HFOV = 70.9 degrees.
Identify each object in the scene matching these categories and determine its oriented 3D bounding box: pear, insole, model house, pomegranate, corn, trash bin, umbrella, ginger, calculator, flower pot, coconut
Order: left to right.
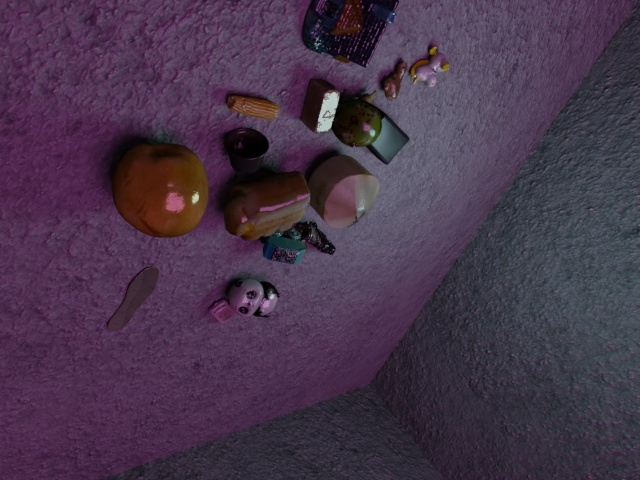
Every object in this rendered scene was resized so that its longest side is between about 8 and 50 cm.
[{"bbox_3d":[-0.769,0.243,1.853,0.348,0.009,0.119,-52,145,13],"label":"insole"},{"bbox_3d":[-0.510,-0.159,1.450,0.314,0.314,0.314,-26,142,-23],"label":"pear"},{"bbox_3d":[-0.485,0.349,2.223,0.100,0.032,0.175,-35,144,-10],"label":"calculator"},{"bbox_3d":[-0.271,-0.319,1.639,0.157,0.157,0.107,-23,155,-26],"label":"flower pot"},{"bbox_3d":[-0.231,-0.468,1.580,0.206,0.067,0.067,-3,129,-42],"label":"corn"},{"bbox_3d":[0.000,-0.006,2.267,0.106,0.113,0.358,-33,153,12],"label":"umbrella"},{"bbox_3d":[0.103,-0.212,1.979,0.323,0.323,0.323,-26,142,-23],"label":"coconut"},{"bbox_3d":[0.113,-0.716,1.509,0.226,0.241,0.261,-4,130,-45],"label":"model house"},{"bbox_3d":[0.154,-0.499,1.835,0.211,0.211,0.263,35,65,-55],"label":"pomegranate"},{"bbox_3d":[0.272,-0.476,2.034,0.165,0.115,0.225,-49,141,10],"label":"trash bin"},{"bbox_3d":[0.310,-0.676,1.897,0.096,0.067,0.165,-1,115,-44],"label":"ginger"}]

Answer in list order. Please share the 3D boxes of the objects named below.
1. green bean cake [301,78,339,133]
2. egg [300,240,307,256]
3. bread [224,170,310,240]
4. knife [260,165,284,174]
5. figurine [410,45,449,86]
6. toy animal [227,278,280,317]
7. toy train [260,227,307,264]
[{"bbox_3d":[-0.001,-0.513,1.722,0.085,0.109,0.179,-13,135,-35],"label":"green bean cake"},{"bbox_3d":[-0.114,0.052,2.227,0.110,0.085,0.085,-45,145,10],"label":"egg"},{"bbox_3d":[-0.235,-0.145,1.801,0.341,0.210,0.300,-22,163,-17],"label":"bread"},{"bbox_3d":[-0.213,-0.288,1.827,0.184,0.022,0.026,11,93,-49],"label":"knife"},{"bbox_3d":[0.472,-0.747,1.971,0.178,0.109,0.129,-46,119,5],"label":"figurine"},{"bbox_3d":[-0.334,0.277,2.177,0.235,0.165,0.187,18,101,-51],"label":"toy animal"},{"bbox_3d":[-0.169,0.024,2.048,0.203,0.163,0.112,10,127,-19],"label":"toy train"}]
